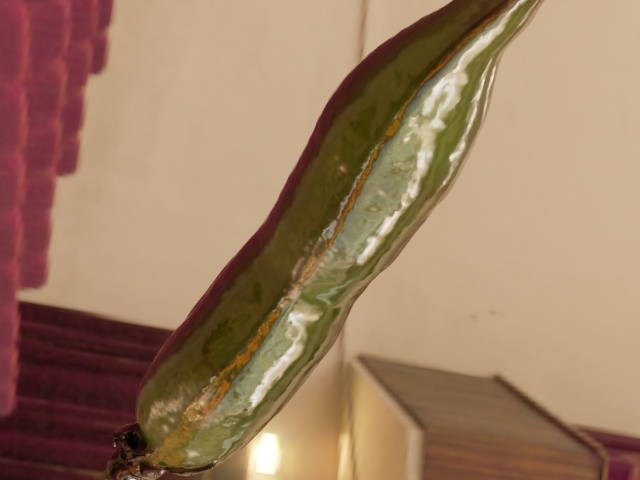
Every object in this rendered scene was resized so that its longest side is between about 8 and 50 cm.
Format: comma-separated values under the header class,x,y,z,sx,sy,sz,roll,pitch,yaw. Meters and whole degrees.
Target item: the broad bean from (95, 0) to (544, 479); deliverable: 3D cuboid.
class,x,y,z,sx,sy,sz,roll,pitch,yaw
broad bean,0.000,0.000,0.545,0.339,0.061,0.077,-55,174,27
